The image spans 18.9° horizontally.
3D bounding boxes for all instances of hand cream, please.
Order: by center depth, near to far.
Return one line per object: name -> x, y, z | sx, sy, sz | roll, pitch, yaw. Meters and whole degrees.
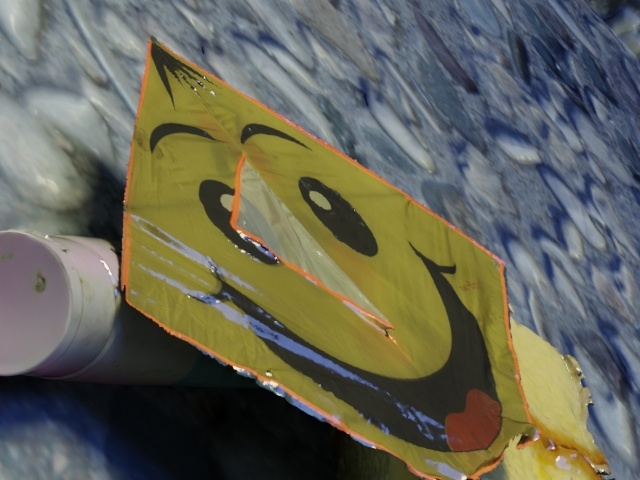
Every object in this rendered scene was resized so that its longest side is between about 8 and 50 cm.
hand cream -> -0.098, 0.037, 1.022 | 0.111, 0.070, 0.312 | 57, 12, 15

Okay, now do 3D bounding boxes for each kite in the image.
kite -> -0.001, 0.002, 1.065 | 0.327, 0.013, 0.377 | 50, 27, 18

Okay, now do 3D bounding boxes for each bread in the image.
bread -> 0.101, 0.088, 1.143 | 0.178, 0.135, 0.240 | 6, 33, -9
